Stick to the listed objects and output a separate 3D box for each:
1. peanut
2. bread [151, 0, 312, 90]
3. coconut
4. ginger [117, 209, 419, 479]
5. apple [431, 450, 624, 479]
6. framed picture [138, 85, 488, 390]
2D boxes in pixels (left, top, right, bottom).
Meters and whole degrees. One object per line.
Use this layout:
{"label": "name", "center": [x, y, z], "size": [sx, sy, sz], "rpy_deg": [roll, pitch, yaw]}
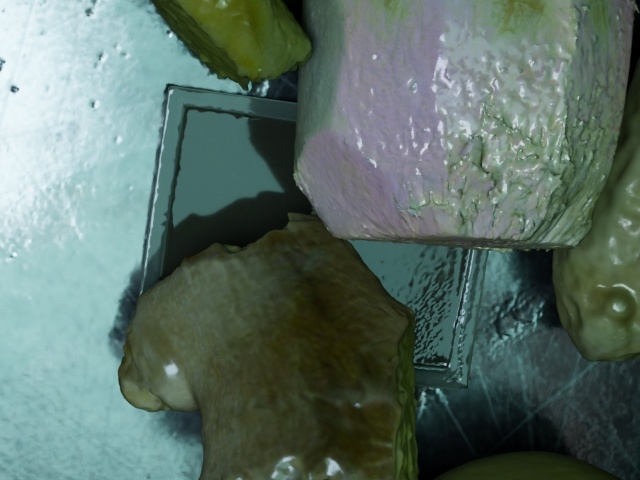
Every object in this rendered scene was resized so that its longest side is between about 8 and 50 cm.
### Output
{"label": "peanut", "center": [0.265, -0.052, 1.213], "size": [0.152, 0.152, 0.313], "rpy_deg": [22, 99, -12]}
{"label": "bread", "center": [-0.172, -0.234, 1.063], "size": [0.245, 0.233, 0.361], "rpy_deg": [-18, 102, -7]}
{"label": "coconut", "center": [0.098, -0.117, 1.126], "size": [0.233, 0.233, 0.245], "rpy_deg": [4, 89, -11]}
{"label": "ginger", "center": [-0.033, 0.108, 1.149], "size": [0.221, 0.130, 0.275], "rpy_deg": [9, 58, 7]}
{"label": "apple", "center": [0.142, 0.280, 1.185], "size": [0.262, 0.262, 0.262], "rpy_deg": [-2, 99, -10]}
{"label": "framed picture", "center": [0.000, 0.000, 1.241], "size": [0.252, 0.014, 0.197], "rpy_deg": [7, 97, -11]}
